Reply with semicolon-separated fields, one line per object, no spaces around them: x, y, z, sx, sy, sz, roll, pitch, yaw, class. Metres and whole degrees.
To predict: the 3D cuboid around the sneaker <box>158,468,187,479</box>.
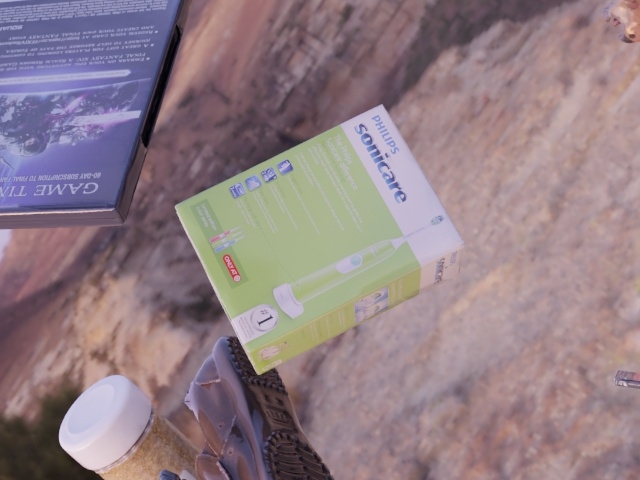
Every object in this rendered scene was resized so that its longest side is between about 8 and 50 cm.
-0.115;0.297;1.020;0.130;0.109;0.286;-52;-21;-27;sneaker

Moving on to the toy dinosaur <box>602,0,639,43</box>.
0.385;-0.353;1.323;0.127;0.200;0.295;-42;-2;-10;toy dinosaur

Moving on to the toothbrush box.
0.000;0.000;1.430;0.283;0.206;0.122;-28;-19;-5;toothbrush box

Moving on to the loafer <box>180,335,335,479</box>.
-0.079;0.289;1.500;0.130;0.134;0.366;-45;41;19;loafer

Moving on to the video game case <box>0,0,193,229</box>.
-0.220;-0.123;0.975;0.026;0.196;0.274;68;-155;-51;video game case

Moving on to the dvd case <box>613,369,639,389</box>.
0.449;0.189;1.562;0.087;0.119;0.013;-3;-81;-73;dvd case

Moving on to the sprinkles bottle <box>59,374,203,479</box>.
-0.191;0.333;1.599;0.121;0.355;0.121;-30;30;20;sprinkles bottle
